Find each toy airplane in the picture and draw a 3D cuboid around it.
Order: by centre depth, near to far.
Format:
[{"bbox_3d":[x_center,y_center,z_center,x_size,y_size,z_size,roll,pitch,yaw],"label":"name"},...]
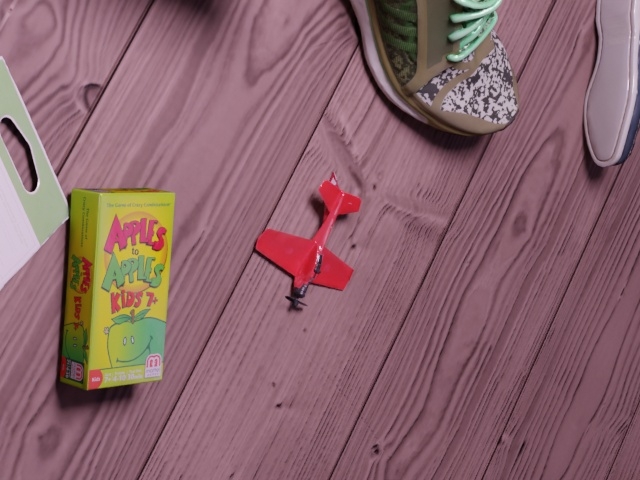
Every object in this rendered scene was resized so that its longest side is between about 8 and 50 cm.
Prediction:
[{"bbox_3d":[0.000,0.000,1.579,0.151,0.028,0.151,-12,107,-43],"label":"toy airplane"}]

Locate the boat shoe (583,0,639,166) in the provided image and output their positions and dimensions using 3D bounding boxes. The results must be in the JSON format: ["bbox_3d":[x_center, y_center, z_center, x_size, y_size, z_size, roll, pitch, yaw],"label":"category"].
[{"bbox_3d":[0.386,-0.216,1.864,0.079,0.095,0.255,6,85,-33],"label":"boat shoe"}]

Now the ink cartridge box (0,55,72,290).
[{"bbox_3d":[-0.315,-0.028,1.257,0.235,0.056,0.171,-59,137,-51],"label":"ink cartridge box"}]

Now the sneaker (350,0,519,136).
[{"bbox_3d":[0.130,-0.255,1.544,0.158,0.182,0.410,-55,130,-22],"label":"sneaker"}]

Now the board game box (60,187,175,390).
[{"bbox_3d":[-0.189,0.043,1.393,0.092,0.043,0.181,-3,100,-47],"label":"board game box"}]
